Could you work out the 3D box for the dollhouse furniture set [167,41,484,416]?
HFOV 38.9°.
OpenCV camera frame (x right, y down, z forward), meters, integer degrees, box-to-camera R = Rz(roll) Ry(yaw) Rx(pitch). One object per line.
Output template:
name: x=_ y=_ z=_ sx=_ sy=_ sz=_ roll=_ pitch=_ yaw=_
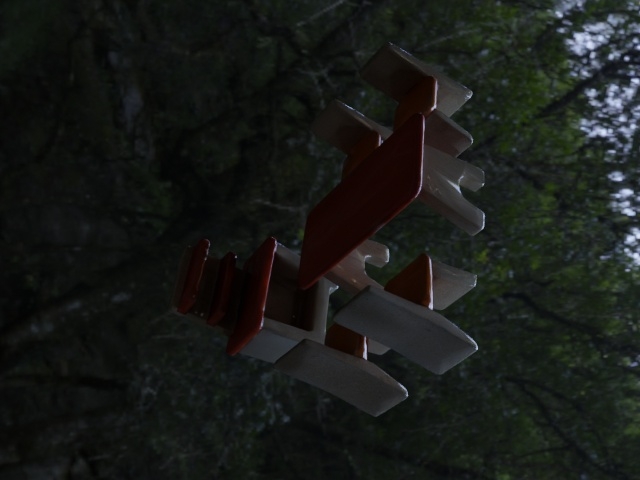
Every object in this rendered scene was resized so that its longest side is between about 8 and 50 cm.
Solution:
dollhouse furniture set: x=0.000 y=0.000 z=0.718 sx=0.259 sy=0.135 sz=0.262 roll=-42 pitch=-151 yaw=42
